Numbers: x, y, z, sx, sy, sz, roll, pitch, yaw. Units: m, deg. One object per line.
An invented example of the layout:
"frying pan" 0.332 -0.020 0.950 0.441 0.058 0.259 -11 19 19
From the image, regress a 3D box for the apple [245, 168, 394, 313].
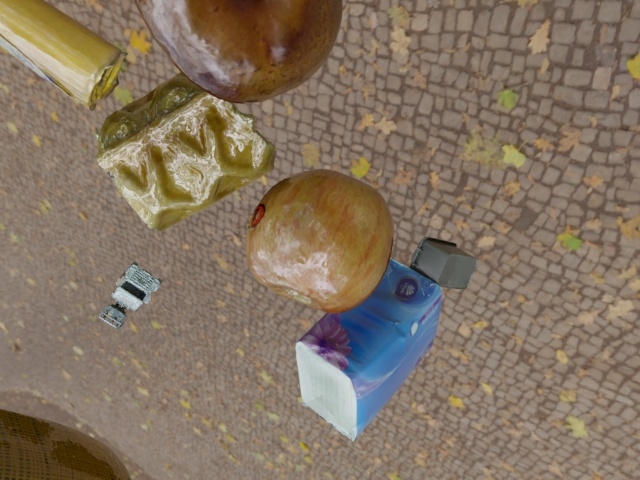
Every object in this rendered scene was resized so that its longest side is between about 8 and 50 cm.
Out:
"apple" 0.000 0.000 0.751 0.211 0.188 0.211 18 166 5

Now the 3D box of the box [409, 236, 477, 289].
"box" 0.237 0.048 0.988 0.069 0.122 0.084 34 109 47

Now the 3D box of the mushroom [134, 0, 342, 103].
"mushroom" -0.104 -0.307 0.679 0.267 0.267 0.254 48 171 -7

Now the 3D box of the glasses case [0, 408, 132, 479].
"glasses case" -0.208 0.127 0.284 0.079 0.064 0.234 27 172 44

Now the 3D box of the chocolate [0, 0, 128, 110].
"chocolate" -0.666 -0.476 1.146 0.445 0.162 0.162 32 142 -17

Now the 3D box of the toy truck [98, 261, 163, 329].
"toy truck" -0.419 0.122 1.133 0.080 0.115 0.177 37 150 -14

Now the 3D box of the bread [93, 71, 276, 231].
"bread" -0.233 -0.165 0.893 0.238 0.252 0.196 56 -176 41

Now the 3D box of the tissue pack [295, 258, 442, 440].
"tissue pack" 0.094 0.193 0.954 0.146 0.263 0.198 28 140 30
